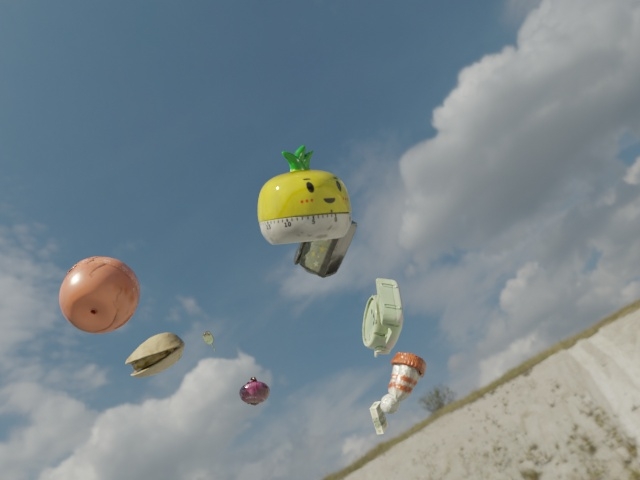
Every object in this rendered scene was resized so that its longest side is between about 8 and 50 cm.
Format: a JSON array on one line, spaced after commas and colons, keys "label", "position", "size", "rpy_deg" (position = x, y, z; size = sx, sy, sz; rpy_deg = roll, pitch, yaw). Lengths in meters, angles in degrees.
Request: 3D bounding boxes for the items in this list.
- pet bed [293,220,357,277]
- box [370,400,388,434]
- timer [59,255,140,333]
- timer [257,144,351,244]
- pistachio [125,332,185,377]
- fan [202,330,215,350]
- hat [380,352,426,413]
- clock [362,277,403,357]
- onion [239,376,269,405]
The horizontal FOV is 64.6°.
[{"label": "pet bed", "position": [0.000, 0.000, 1.689], "size": [0.211, 0.159, 0.183], "rpy_deg": [-67, -17, 14]}, {"label": "box", "position": [0.182, 0.548, 1.566], "size": [0.024, 0.083, 0.054], "rpy_deg": [-17, -1, 23]}, {"label": "timer", "position": [-0.675, 0.165, 1.559], "size": [0.229, 0.215, 0.230], "rpy_deg": [-5, -63, -9]}, {"label": "timer", "position": [-0.050, -0.130, 1.402], "size": [0.284, 0.285, 0.285], "rpy_deg": [-16, -40, -14]}, {"label": "pistachio", "position": [-0.582, 0.405, 1.798], "size": [0.152, 0.126, 0.223], "rpy_deg": [-20, 3, 43]}, {"label": "fan", "position": [-0.429, 0.392, 1.966], "size": [0.056, 0.083, 0.004], "rpy_deg": [-33, -6, 34]}, {"label": "hat", "position": [0.213, 0.381, 1.332], "size": [0.163, 0.093, 0.112], "rpy_deg": [-66, -26, -23]}, {"label": "clock", "position": [0.257, 0.350, 2.171], "size": [0.108, 0.265, 0.324], "rpy_deg": [8, -53, -8]}, {"label": "onion", "position": [-0.246, 0.559, 1.881], "size": [0.115, 0.105, 0.115], "rpy_deg": [-9, -26, -4]}]
